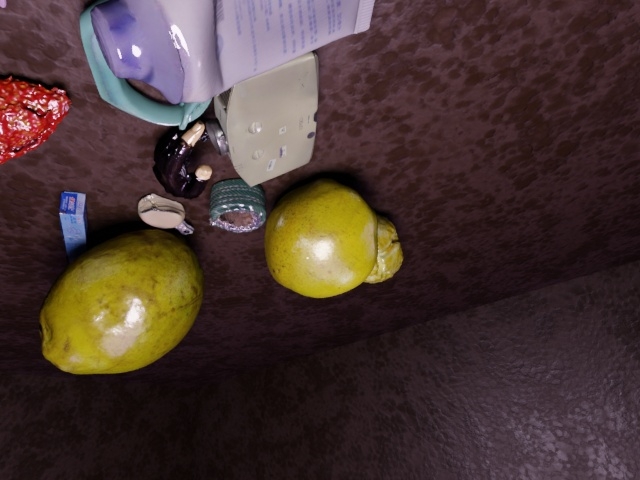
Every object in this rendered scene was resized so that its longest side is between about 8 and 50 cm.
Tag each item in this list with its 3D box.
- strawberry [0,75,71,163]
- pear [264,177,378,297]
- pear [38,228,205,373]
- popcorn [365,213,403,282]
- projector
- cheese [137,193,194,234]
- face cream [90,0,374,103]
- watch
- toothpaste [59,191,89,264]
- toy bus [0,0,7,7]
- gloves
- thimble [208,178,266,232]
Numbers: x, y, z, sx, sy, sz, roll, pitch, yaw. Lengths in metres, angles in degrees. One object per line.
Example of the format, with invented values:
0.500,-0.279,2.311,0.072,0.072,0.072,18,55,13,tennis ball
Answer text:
-0.535,-0.186,0.699,0.228,0.098,0.174,-3,152,-11,strawberry
0.000,0.000,1.013,0.294,0.295,0.294,-8,152,-4,pear
-0.473,0.149,1.033,0.413,0.352,0.352,-43,166,-28,pear
0.147,0.023,1.209,0.183,0.204,0.221,-21,137,22,popcorn
-0.104,-0.217,0.743,0.193,0.088,0.270,-26,156,-17,projector
-0.374,-0.060,1.040,0.092,0.048,0.171,-24,149,30,cheese
-0.060,-0.297,0.499,0.420,0.137,0.235,-34,160,-24,face cream
-0.259,-0.280,0.656,0.195,0.068,0.237,-4,148,-15,watch
-0.604,-0.016,1.029,0.053,0.066,0.272,4,149,-24,toothpaste
-0.352,-0.357,0.448,0.198,0.096,0.108,-26,153,22,toy bus
-0.262,-0.167,0.793,0.106,0.129,0.181,6,148,-22,gloves
-0.200,-0.084,1.008,0.135,0.090,0.118,6,146,-22,thimble
